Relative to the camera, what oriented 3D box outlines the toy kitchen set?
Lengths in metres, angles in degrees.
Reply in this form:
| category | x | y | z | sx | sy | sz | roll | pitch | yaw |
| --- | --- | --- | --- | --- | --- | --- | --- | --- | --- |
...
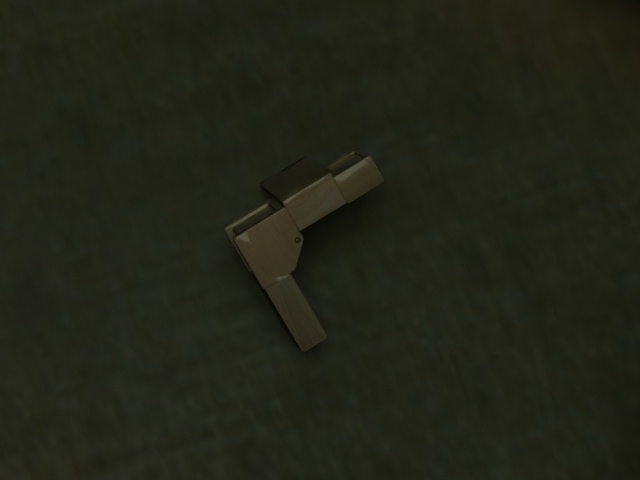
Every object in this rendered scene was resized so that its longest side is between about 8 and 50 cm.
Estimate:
| category | x | y | z | sx | sy | sz | roll | pitch | yaw |
| --- | --- | --- | --- | --- | --- | --- | --- | --- | --- |
| toy kitchen set | 0.000 | 0.000 | 1.059 | 0.083 | 0.068 | 0.075 | -32 | 106 | -5 |
